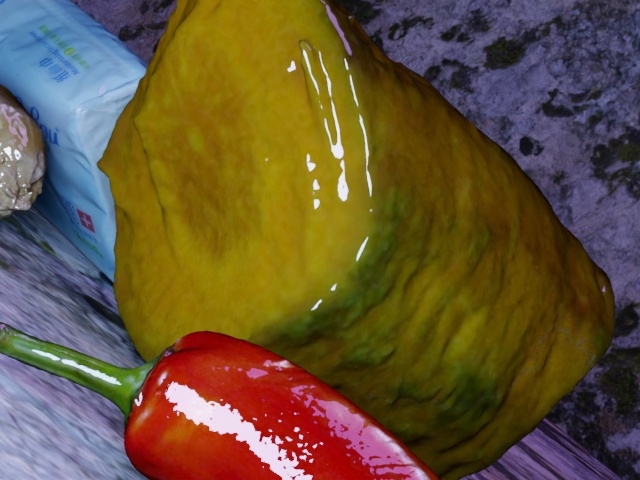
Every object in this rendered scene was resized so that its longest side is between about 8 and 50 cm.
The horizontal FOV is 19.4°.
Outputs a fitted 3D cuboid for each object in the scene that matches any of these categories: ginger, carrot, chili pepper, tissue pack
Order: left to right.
[{"bbox_3d":[-0.233,-0.074,1.225,0.190,0.069,0.095,39,-29,51],"label":"ginger"},{"bbox_3d":[-0.188,-0.090,1.332,0.263,0.089,0.177,38,-29,42],"label":"tissue pack"},{"bbox_3d":[0.000,0.000,1.132,0.341,0.241,0.241,38,2,-37],"label":"carrot"},{"bbox_3d":[0.012,0.131,0.782,0.368,0.092,0.137,36,13,33],"label":"chili pepper"}]
